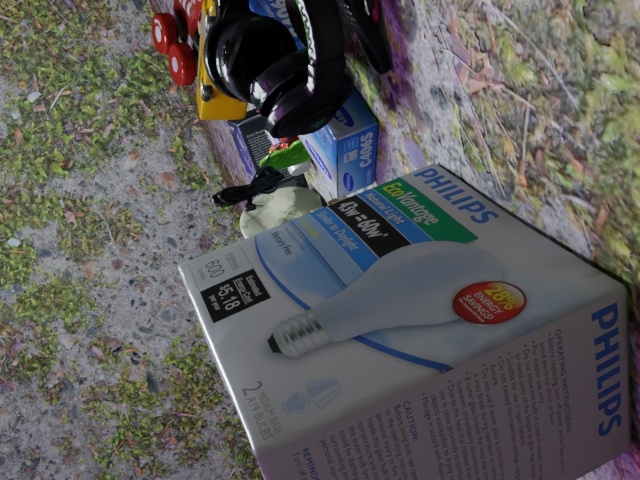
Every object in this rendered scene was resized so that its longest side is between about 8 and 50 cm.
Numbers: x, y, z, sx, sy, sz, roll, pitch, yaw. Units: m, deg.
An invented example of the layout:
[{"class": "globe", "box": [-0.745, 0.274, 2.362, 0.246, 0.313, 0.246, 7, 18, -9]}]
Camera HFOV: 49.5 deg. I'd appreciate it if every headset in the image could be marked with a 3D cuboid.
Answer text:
[{"class": "headset", "box": [-0.085, -0.220, 0.978, 0.243, 0.185, 0.394, 44, 147, 34]}]

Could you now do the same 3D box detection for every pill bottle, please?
[{"class": "pill bottle", "box": [-0.067, -0.203, 1.506, 0.120, 0.067, 0.067, 63, 168, 14]}]

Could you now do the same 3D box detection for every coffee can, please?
[{"class": "coffee can", "box": [-0.061, 0.042, 1.631, 0.201, 0.201, 0.275, 55, 164, 45]}]

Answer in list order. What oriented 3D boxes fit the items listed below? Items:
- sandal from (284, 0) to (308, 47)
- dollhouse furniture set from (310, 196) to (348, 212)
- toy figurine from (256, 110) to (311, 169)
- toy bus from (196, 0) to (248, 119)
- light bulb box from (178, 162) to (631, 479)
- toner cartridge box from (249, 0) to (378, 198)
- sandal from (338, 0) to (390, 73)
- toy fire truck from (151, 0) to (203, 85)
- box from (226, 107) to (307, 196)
[{"class": "sandal", "box": [-0.013, -0.364, 0.952, 0.090, 0.060, 0.219, 33, 145, 51]}, {"class": "dollhouse furniture set", "box": [0.000, 0.000, 1.318, 0.101, 0.182, 0.161, 68, 168, -13]}, {"class": "toy figurine", "box": [-0.070, -0.244, 1.377, 0.173, 0.130, 0.159, -28, 76, 57]}, {"class": "toy bus", "box": [-0.199, -0.395, 1.472, 0.333, 0.108, 0.130, 109, 155, -53]}, {"class": "light bulb box", "box": [0.076, 0.123, 0.770, 0.358, 0.361, 0.225, -132, 23, -57]}, {"class": "toner cartridge box", "box": [-0.020, -0.254, 1.166, 0.348, 0.075, 0.165, 60, 168, 27]}, {"class": "sandal", "box": [0.053, -0.293, 0.870, 0.179, 0.040, 0.067, 56, -178, -36]}, {"class": "toy fire truck", "box": [-0.281, -0.526, 1.652, 0.302, 0.169, 0.254, 58, 148, 31]}, {"class": "box", "box": [-0.131, -0.211, 1.680, 0.207, 0.108, 0.153, 69, 169, -17]}]
